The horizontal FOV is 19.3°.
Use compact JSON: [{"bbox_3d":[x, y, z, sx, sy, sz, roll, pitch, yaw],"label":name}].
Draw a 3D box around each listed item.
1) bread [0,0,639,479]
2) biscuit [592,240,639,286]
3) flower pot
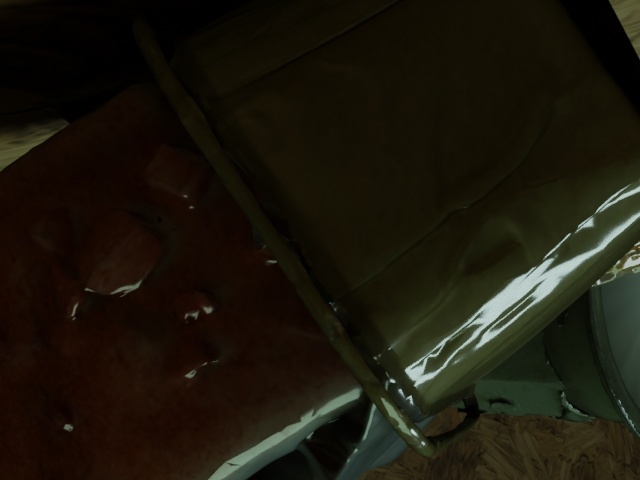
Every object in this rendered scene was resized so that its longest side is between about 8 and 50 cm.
[{"bbox_3d":[-0.015,0.003,0.497,0.212,0.142,0.224,-31,174,6],"label":"bread"},{"bbox_3d":[0.251,-0.049,1.066,0.379,0.054,0.094,-15,-141,-14],"label":"biscuit"},{"bbox_3d":[0.139,0.041,1.241,0.203,0.212,0.212,-10,180,33],"label":"flower pot"}]
